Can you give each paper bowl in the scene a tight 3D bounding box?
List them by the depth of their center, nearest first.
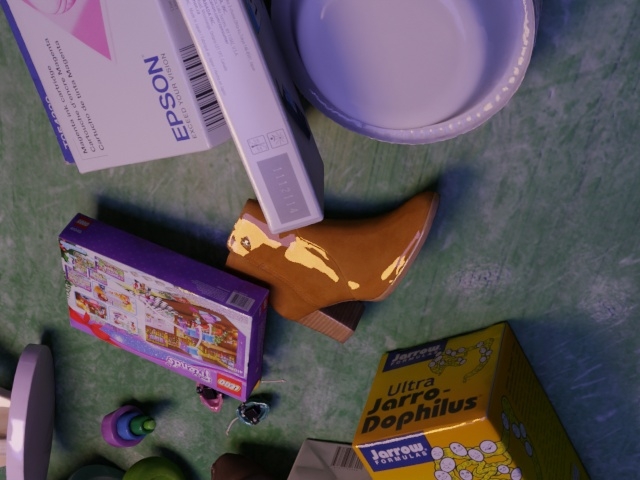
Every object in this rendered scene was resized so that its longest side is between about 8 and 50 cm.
[{"bbox_3d":[0.086,-0.232,1.061,0.284,0.148,0.284,8,126,12],"label":"paper bowl"}]

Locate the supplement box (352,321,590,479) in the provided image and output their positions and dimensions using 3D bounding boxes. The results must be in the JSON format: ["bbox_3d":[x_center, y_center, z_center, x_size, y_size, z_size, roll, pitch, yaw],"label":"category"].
[{"bbox_3d":[0.224,0.322,1.355,0.194,0.195,0.356,-19,115,28],"label":"supplement box"}]

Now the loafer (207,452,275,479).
[{"bbox_3d":[-0.103,0.467,1.623,0.134,0.130,0.366,-19,133,-19],"label":"loafer"}]

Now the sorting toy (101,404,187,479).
[{"bbox_3d":[-0.224,0.425,1.568,0.126,0.127,0.365,-15,100,49],"label":"sorting toy"}]

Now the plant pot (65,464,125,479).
[{"bbox_3d":[-0.405,0.523,1.666,0.271,0.272,0.255,38,111,-9],"label":"plant pot"}]

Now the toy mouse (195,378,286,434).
[{"bbox_3d":[-0.130,0.235,1.512,0.161,0.031,0.143,13,125,9],"label":"toy mouse"}]

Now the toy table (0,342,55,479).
[{"bbox_3d":[-0.514,0.287,1.559,0.161,0.252,0.274,5,97,-1],"label":"toy table"}]

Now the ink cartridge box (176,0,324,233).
[{"bbox_3d":[-0.072,-0.195,1.082,0.066,0.261,0.296,-17,118,8],"label":"ink cartridge box"}]

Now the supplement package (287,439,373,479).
[{"bbox_3d":[0.048,0.477,1.526,0.177,0.175,0.293,4,124,17],"label":"supplement package"}]

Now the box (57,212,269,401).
[{"bbox_3d":[-0.217,0.095,1.387,0.293,0.057,0.201,22,139,11],"label":"box"}]

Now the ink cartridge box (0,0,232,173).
[{"bbox_3d":[-0.271,-0.241,1.132,0.330,0.071,0.324,-7,111,39],"label":"ink cartridge box"}]

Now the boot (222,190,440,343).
[{"bbox_3d":[0.000,0.000,1.270,0.211,0.104,0.295,32,130,-5],"label":"boot"}]
